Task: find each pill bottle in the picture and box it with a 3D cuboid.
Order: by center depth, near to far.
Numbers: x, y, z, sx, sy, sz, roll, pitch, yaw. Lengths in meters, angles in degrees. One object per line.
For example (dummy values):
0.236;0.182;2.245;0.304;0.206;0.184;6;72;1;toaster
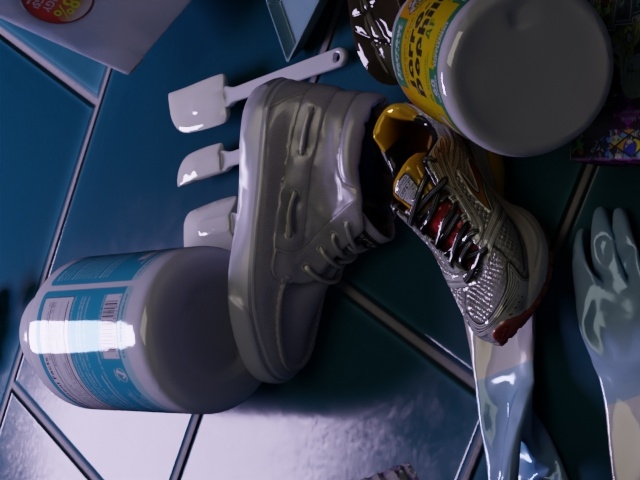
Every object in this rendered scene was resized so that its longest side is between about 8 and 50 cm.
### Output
0.115;-0.131;1.089;0.208;0.117;0.118;-128;53;-73;pill bottle
-0.170;0.083;1.419;0.264;0.146;0.146;-4;81;50;pill bottle

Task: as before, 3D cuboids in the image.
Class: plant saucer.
-0.009;-0.223;1.312;0.192;0.018;0.067;124;130;-65;plant saucer

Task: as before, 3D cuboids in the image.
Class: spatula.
-0.054;-0.077;1.401;0.242;0.019;0.168;-12;78;45;spatula

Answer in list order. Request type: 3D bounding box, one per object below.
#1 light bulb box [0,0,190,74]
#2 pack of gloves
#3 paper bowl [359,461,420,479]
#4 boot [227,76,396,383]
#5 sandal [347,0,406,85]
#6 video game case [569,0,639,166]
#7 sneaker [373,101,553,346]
-0.228;-0.387;1.366;0.358;0.361;0.225;-42;38;38;light bulb box
0.166;0.098;1.087;0.195;0.046;0.232;-27;64;46;pack of gloves
0.095;0.279;1.000;0.284;0.148;0.284;158;90;-88;paper bowl
0.000;0.000;1.270;0.123;0.095;0.258;9;106;33;boot
0.056;-0.236;1.272;0.090;0.060;0.219;-23;79;53;sandal
0.266;-0.153;1.007;0.232;0.042;0.210;2;85;51;video game case
0.094;-0.014;1.135;0.088;0.092;0.225;-54;39;30;sneaker
